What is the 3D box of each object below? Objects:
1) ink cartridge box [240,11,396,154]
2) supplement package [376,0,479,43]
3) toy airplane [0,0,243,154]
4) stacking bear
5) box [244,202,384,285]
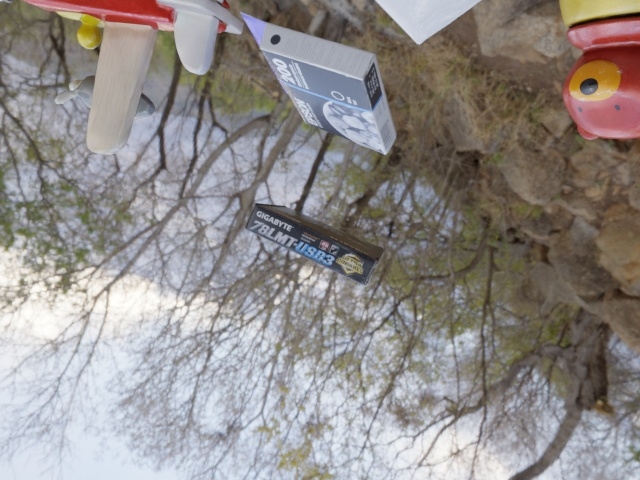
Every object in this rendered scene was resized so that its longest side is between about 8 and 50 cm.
[{"bbox_3d":[-0.003,-0.216,0.763,0.208,0.045,0.206,26,172,22],"label":"ink cartridge box"},{"bbox_3d":[0.067,-0.341,0.408,0.178,0.175,0.292,25,-134,-45],"label":"supplement package"},{"bbox_3d":[-0.310,-0.390,0.865,0.384,0.386,0.272,57,-179,-11],"label":"toy airplane"},{"bbox_3d":[0.302,-0.241,0.516,0.164,0.288,0.175,-12,-163,-36],"label":"stacking bear"},{"bbox_3d":[0.000,0.000,1.277,0.296,0.073,0.293,24,-175,8],"label":"box"}]
